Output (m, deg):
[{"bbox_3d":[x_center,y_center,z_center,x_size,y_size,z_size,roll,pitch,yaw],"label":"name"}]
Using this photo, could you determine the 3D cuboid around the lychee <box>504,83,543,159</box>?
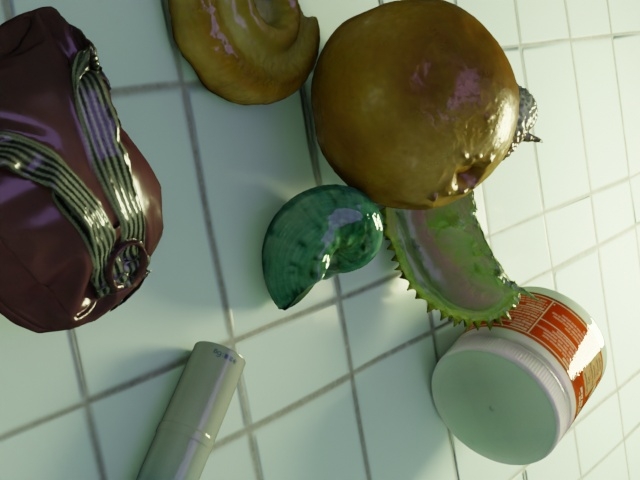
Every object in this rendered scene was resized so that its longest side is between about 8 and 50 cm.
[{"bbox_3d":[0.337,-0.225,1.788,0.197,0.165,0.165,34,57,-6],"label":"lychee"}]

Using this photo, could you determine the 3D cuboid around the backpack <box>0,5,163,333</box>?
[{"bbox_3d":[-0.295,-0.052,1.009,0.283,0.197,0.317,-55,128,-38],"label":"backpack"}]

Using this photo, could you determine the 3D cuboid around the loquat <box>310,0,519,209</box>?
[{"bbox_3d":[0.142,-0.208,1.445,0.328,0.328,0.328,5,84,-49],"label":"loquat"}]

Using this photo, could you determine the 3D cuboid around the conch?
[{"bbox_3d":[0.000,-0.002,1.409,0.134,0.196,0.202,54,26,12],"label":"conch"}]

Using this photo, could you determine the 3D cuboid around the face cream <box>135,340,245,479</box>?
[{"bbox_3d":[-0.176,0.257,1.220,0.077,0.077,0.250,46,54,-38],"label":"face cream"}]

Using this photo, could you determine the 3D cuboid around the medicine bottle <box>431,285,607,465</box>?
[{"bbox_3d":[0.366,0.241,1.725,0.241,0.253,0.252,-37,115,-44],"label":"medicine bottle"}]

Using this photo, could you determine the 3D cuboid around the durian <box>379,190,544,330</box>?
[{"bbox_3d":[0.215,-0.004,1.618,0.158,0.169,0.351,-28,93,-46],"label":"durian"}]

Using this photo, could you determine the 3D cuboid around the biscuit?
[{"bbox_3d":[-0.105,-0.304,1.334,0.274,0.091,0.213,40,57,-43],"label":"biscuit"}]
